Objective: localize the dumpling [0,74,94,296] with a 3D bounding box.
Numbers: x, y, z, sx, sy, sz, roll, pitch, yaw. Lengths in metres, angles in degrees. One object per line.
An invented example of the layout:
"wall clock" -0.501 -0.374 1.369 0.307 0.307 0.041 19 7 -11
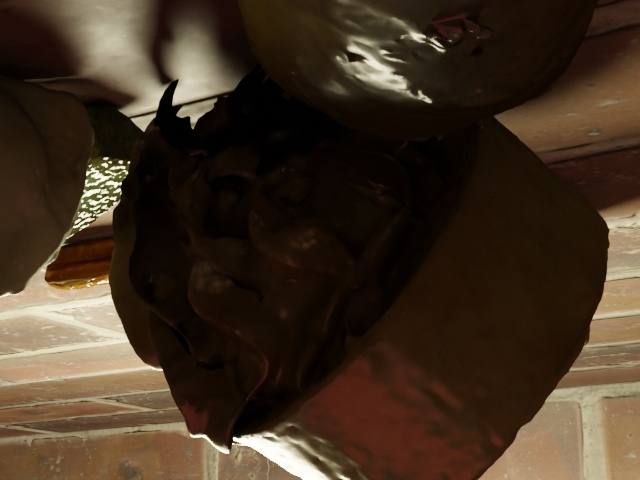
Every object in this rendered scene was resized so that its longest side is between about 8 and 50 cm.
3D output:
"dumpling" -0.293 -0.037 0.799 0.252 0.179 0.131 1 168 -12

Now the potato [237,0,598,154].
"potato" 0.052 -0.132 0.577 0.191 0.141 0.296 0 167 6

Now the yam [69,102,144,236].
"yam" -0.263 -0.041 0.943 0.259 0.106 0.106 -12 161 36

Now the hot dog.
"hot dog" -0.246 0.025 1.241 0.144 0.062 0.038 -9 140 20

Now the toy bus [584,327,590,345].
"toy bus" 0.098 0.057 1.171 0.365 0.177 0.202 -7 169 15

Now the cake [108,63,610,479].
"cake" 0.000 0.003 0.833 0.321 0.332 0.332 36 152 -14
